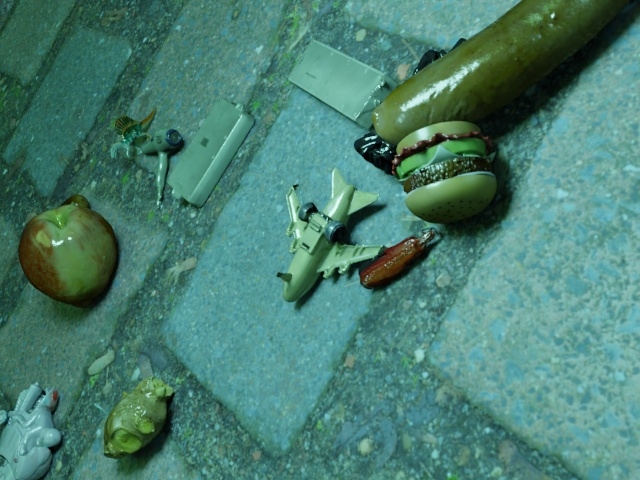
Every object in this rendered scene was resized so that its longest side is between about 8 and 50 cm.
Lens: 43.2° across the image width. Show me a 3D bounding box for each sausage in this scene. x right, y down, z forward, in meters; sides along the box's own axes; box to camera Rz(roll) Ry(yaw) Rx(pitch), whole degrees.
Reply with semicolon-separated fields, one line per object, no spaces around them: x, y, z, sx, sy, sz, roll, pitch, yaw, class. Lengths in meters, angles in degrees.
0.303;-0.302;1.272;0.501;0.123;0.136;-37;82;13;sausage

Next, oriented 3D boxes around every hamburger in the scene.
0.202;-0.099;1.284;0.175;0.175;0.137;-23;71;35;hamburger

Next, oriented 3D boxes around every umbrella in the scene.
0.177;-0.234;1.415;0.272;0.110;0.122;-49;35;9;umbrella

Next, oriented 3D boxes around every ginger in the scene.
-0.372;0.360;1.647;0.216;0.102;0.157;-43;18;27;ginger

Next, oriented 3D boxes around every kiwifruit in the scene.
-0.678;-0.076;2.200;0.124;0.075;0.075;-39;47;30;kiwifruit

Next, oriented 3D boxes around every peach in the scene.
-0.606;0.048;1.971;0.232;0.257;0.232;-6;31;4;peach

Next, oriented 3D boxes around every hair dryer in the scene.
-0.411;-0.185;2.025;0.167;0.067;0.199;16;96;57;hair dryer

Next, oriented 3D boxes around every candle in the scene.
0.135;0.028;1.369;0.162;0.048;0.053;-36;82;26;candle

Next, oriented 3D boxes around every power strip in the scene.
0.039;-0.314;1.601;0.106;0.043;0.367;-56;34;8;power strip
-0.254;-0.206;1.858;0.118;0.046;0.270;37;97;42;power strip

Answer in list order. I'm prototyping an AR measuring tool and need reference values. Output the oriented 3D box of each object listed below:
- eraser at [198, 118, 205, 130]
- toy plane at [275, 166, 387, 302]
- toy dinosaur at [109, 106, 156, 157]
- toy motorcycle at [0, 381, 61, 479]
-0.282;-0.247;1.936;0.027;0.019;0.099;-25;52;34;eraser
0.000;0.000;1.476;0.242;0.104;0.256;35;89;33;toy plane
-0.491;-0.285;2.097;0.044;0.106;0.187;2;71;45;toy dinosaur
-0.680;0.465;1.905;0.170;0.110;0.260;-6;57;25;toy motorcycle
